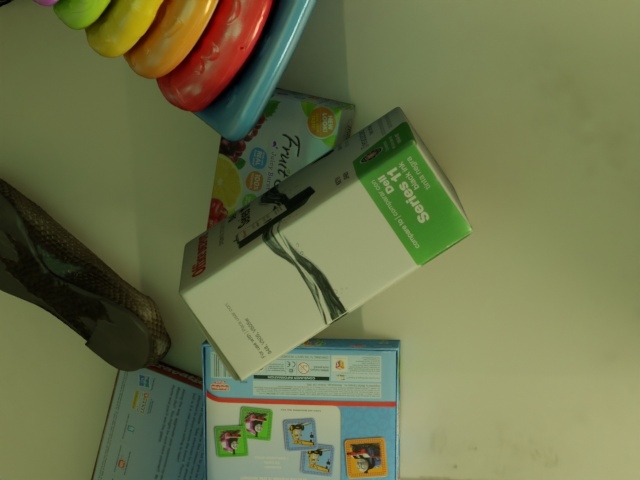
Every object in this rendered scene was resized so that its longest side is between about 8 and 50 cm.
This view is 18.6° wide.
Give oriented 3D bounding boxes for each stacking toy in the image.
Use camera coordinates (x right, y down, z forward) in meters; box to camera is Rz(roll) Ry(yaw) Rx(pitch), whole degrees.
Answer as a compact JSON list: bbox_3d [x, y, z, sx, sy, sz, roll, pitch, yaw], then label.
[{"bbox_3d":[-0.162,-0.209,1.449,0.302,0.175,0.165,22,97,-22],"label":"stacking toy"}]

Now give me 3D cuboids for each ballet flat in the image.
[{"bbox_3d":[-0.222,0.022,1.657,0.250,0.058,0.084,36,122,18],"label":"ballet flat"}]

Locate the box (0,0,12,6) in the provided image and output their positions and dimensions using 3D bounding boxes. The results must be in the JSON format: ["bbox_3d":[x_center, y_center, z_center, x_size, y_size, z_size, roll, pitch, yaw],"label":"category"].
[{"bbox_3d":[-0.365,-0.189,1.524,0.257,0.322,0.079,-23,92,24],"label":"box"}]

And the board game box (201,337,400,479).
[{"bbox_3d":[-0.015,0.185,1.589,0.160,0.039,0.211,1,99,6],"label":"board game box"}]

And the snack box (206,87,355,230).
[{"bbox_3d":[-0.034,-0.049,1.574,0.100,0.037,0.141,13,104,17],"label":"snack box"}]

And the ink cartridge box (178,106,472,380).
[{"bbox_3d":[0.000,0.000,1.473,0.208,0.153,0.087,-33,103,6],"label":"ink cartridge box"}]

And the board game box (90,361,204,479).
[{"bbox_3d":[-0.135,0.249,1.673,0.145,0.027,0.281,20,106,18],"label":"board game box"}]
